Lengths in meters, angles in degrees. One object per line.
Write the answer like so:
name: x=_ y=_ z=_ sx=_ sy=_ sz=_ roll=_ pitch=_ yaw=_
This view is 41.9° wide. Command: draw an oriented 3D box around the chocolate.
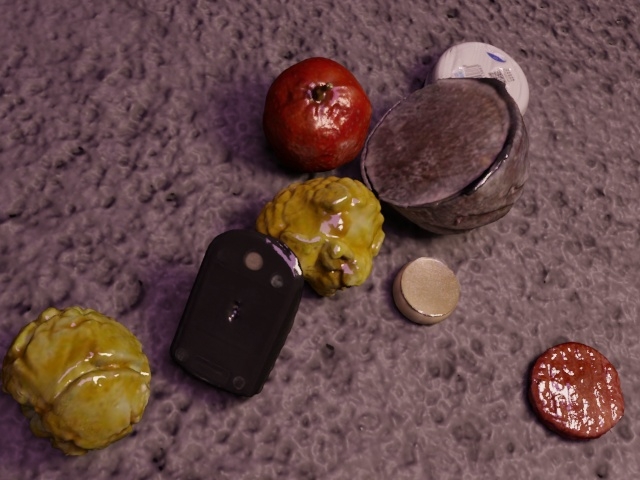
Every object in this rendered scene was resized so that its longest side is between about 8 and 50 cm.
chocolate: x=0.248 y=-0.122 z=1.517 sx=0.303 sy=0.213 sz=0.303 roll=-20 pitch=48 yaw=23

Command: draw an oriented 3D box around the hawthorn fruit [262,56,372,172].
hawthorn fruit: x=-0.006 y=-0.230 z=1.481 sx=0.205 sy=0.253 sz=0.205 roll=1 pitch=73 yaw=-2

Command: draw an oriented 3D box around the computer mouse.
computer mouse: x=-0.126 y=0.109 z=1.344 sx=0.170 sy=0.100 sz=0.269 roll=27 pitch=101 yaw=11

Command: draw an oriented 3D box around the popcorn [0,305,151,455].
popcorn: x=-0.359 y=0.205 z=1.247 sx=0.204 sy=0.184 sz=0.221 roll=-28 pitch=75 yaw=-29

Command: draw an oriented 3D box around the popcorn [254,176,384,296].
popcorn: x=0.000 y=0.000 z=1.437 sx=0.226 sy=0.200 sz=0.203 roll=-40 pitch=122 yaw=-30

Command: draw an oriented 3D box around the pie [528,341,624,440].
pie: x=0.459 y=0.268 z=1.499 sx=0.182 sy=0.049 sz=0.182 roll=5 pitch=66 yaw=-10

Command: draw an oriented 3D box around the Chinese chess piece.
Chinese chess piece: x=0.190 y=0.092 z=1.507 sx=0.122 sy=0.051 sz=0.122 roll=6 pitch=64 yaw=-13

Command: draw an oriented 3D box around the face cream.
face cream: x=0.310 y=-0.293 z=1.672 sx=0.205 sy=0.111 sz=0.206 roll=6 pitch=64 yaw=-13
